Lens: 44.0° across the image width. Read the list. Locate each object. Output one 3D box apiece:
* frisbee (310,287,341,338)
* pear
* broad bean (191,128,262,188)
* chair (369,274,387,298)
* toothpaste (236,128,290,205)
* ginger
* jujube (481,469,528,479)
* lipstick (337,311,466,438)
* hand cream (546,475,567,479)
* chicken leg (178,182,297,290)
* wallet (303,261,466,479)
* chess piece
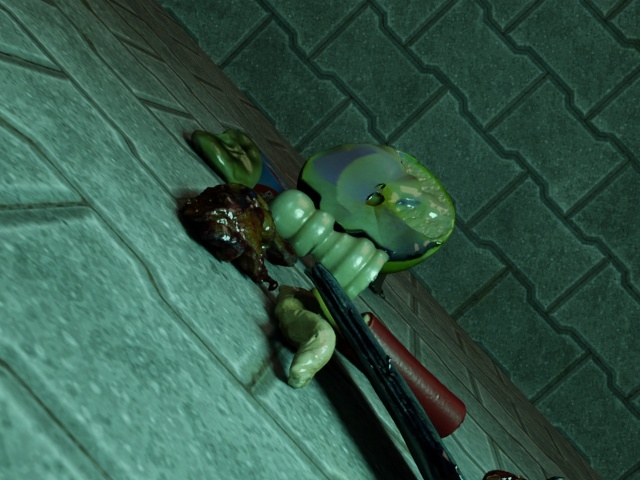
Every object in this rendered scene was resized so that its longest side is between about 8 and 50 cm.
[{"bbox_3d":[0.068,0.169,1.391,0.236,0.017,0.236,46,7,-7],"label":"frisbee"},{"bbox_3d":[0.127,-0.053,1.967,0.399,0.399,0.165,52,-34,32],"label":"pear"},{"bbox_3d":[-0.185,-0.163,1.576,0.153,0.072,0.207,45,19,2],"label":"broad bean"},{"bbox_3d":[0.135,0.059,2.107,0.174,0.149,0.213,48,49,-14],"label":"chair"},{"bbox_3d":[-0.113,-0.115,1.692,0.076,0.066,0.320,38,11,-51],"label":"toothpaste"},{"bbox_3d":[-0.021,0.114,1.012,0.089,0.075,0.288,50,2,-14],"label":"ginger"},{"bbox_3d":[0.310,0.415,1.189,0.166,0.104,0.104,35,6,8],"label":"jujube"},{"bbox_3d":[0.130,0.216,1.258,0.241,0.080,0.080,44,8,-16],"label":"lipstick"},{"bbox_3d":[0.562,0.614,1.718,0.086,0.055,0.235,39,18,-45],"label":"hand cream"},{"bbox_3d":[-0.107,-0.012,1.170,0.177,0.083,0.322,55,9,-3],"label":"chicken leg"},{"bbox_3d":[0.092,0.196,1.009,0.379,0.046,0.190,59,-3,42],"label":"wallet"},{"bbox_3d":[0.000,0.000,1.517,0.243,0.133,0.133,42,7,-1],"label":"chess piece"}]
